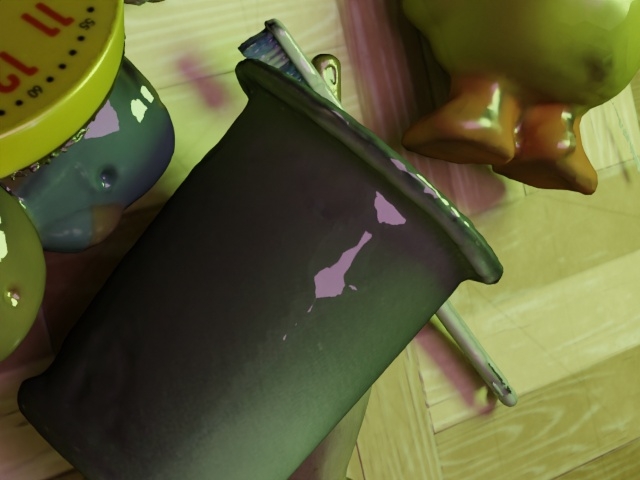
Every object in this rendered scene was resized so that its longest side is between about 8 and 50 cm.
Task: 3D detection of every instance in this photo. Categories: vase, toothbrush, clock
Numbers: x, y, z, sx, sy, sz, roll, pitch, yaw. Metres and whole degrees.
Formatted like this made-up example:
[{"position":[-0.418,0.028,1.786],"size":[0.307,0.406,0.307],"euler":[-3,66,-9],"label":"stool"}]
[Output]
[{"position":[-0.055,0.055,1.275],"size":[0.291,0.245,0.245],"euler":[-50,119,-4],"label":"vase"},{"position":[0.062,-0.012,1.489],"size":[0.040,0.042,0.418],"euler":[-38,119,-1],"label":"toothbrush"},{"position":[-0.262,-0.149,1.125],"size":[0.277,0.293,0.071],"euler":[-50,161,-34],"label":"clock"}]

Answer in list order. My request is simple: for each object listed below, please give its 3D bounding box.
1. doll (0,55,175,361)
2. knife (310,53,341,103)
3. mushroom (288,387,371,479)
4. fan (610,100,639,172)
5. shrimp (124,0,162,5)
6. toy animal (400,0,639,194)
[{"position":[-0.226,-0.026,1.192],"size":[0.177,0.161,0.261],"euler":[46,65,-6],"label":"doll"},{"position":[-0.002,0.000,1.474],"size":[0.047,0.017,0.298],"euler":[-2,92,-37],"label":"knife"},{"position":[-0.004,0.117,1.419],"size":[0.097,0.088,0.212],"euler":[0,91,-61],"label":"mushroom"},{"position":[0.235,-0.192,1.682],"size":[0.182,0.010,0.310],"euler":[-33,105,-33],"label":"fan"},{"position":[-0.108,-0.321,1.374],"size":[0.168,0.077,0.317],"euler":[33,70,-30],"label":"shrimp"},{"position":[0.187,-0.220,1.527],"size":[0.216,0.191,0.338],"euler":[13,80,-32],"label":"toy animal"}]
